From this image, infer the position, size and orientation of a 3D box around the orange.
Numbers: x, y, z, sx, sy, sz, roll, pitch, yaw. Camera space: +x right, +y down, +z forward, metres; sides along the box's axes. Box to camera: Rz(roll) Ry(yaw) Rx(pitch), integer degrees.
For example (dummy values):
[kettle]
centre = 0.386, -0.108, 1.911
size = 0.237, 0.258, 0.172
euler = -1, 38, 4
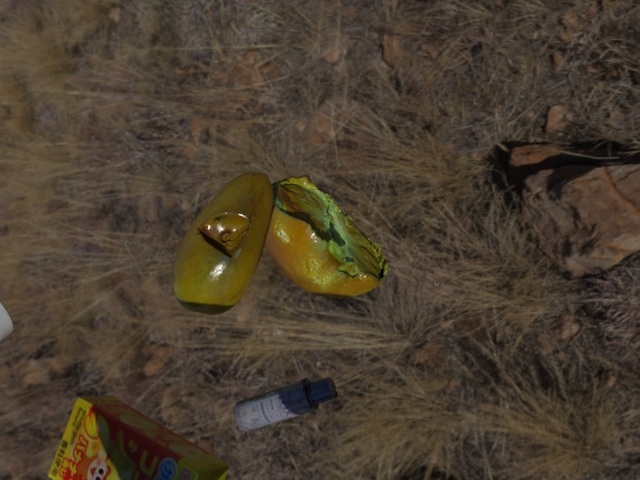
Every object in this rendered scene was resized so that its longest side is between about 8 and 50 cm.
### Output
[orange]
centre = -0.006, 0.008, 1.291
size = 0.196, 0.334, 0.262
euler = -47, 42, 4

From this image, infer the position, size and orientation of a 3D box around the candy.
[candy]
centre = -0.289, 0.362, 0.908
size = 0.276, 0.088, 0.146
euler = 19, 86, 28

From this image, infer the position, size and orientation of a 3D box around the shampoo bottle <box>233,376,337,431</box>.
[shampoo bottle]
centre = -0.070, 0.326, 1.166
size = 0.214, 0.072, 0.072
euler = -22, 84, 16

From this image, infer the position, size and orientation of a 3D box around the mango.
[mango]
centre = -0.161, 0.002, 0.990
size = 0.167, 0.130, 0.262
euler = -16, 49, 59

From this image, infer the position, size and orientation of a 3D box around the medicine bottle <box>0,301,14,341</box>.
[medicine bottle]
centre = -0.583, 0.164, 0.835
size = 0.139, 0.237, 0.139
euler = 19, 131, 22
